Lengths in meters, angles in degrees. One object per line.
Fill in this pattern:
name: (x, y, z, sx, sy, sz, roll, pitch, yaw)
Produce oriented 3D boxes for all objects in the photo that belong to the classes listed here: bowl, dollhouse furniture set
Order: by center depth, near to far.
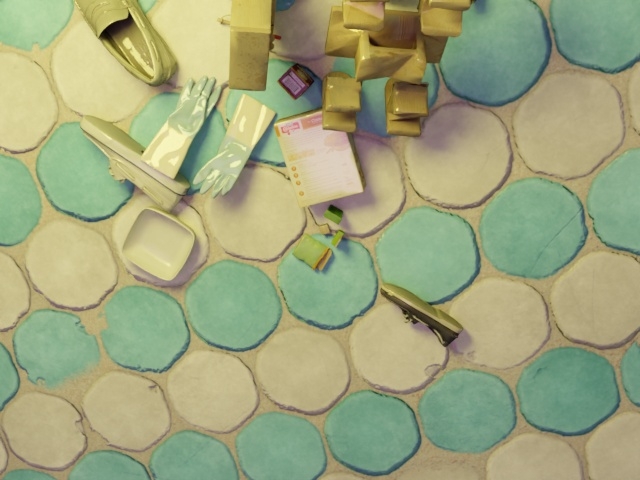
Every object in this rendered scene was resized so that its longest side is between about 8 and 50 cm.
dollhouse furniture set: (0.036, -0.409, 1.550, 0.394, 0.257, 0.362, 3, 151, -6)
dollhouse furniture set: (0.000, 0.000, 1.828, 0.076, 0.058, 0.152, 31, 109, -3)
bowl: (-0.352, 0.002, 1.880, 0.142, 0.053, 0.142, 31, 110, -2)

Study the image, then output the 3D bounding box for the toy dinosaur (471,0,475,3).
toy dinosaur: (0.316, -0.570, 1.600, 0.118, 0.064, 0.268, 36, 107, -12)

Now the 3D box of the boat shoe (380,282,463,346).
boat shoe: (0.210, 0.164, 1.847, 0.206, 0.075, 0.065, 30, 106, -8)

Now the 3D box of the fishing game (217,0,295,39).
fishing game: (-0.119, -0.531, 1.660, 0.189, 0.041, 0.264, 15, 127, -2)

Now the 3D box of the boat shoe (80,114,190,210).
boat shoe: (-0.409, -0.163, 1.817, 0.267, 0.096, 0.088, 35, 105, -13)

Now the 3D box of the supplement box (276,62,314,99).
supplement box: (-0.049, -0.321, 1.716, 0.055, 0.083, 0.043, 45, 108, -8)

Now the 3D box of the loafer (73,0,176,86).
loafer: (-0.413, -0.449, 1.709, 0.112, 0.111, 0.319, -38, 100, 17)

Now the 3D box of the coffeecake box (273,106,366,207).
coffeecake box: (0.001, -0.178, 1.765, 0.142, 0.068, 0.186, -14, 106, 12)

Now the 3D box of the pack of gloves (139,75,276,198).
pack of gloves: (-0.235, -0.218, 1.787, 0.195, 0.046, 0.232, 31, 88, -1)
